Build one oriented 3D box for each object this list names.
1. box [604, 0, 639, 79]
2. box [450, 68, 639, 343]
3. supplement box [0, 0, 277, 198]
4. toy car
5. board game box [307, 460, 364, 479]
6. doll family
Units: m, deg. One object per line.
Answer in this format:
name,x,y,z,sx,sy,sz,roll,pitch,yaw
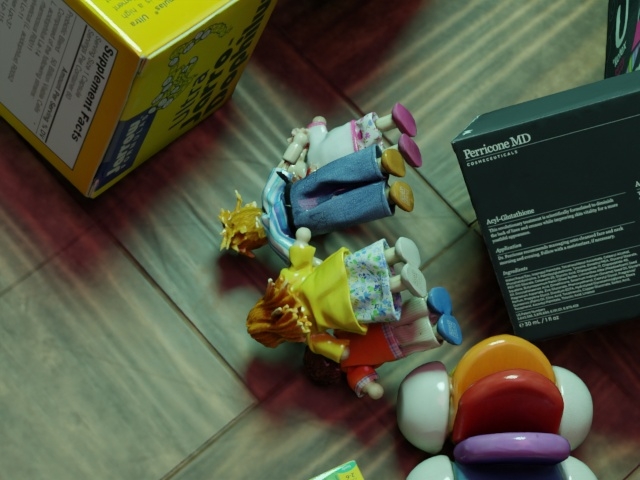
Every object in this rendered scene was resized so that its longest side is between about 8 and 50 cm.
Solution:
box,0.343,-0.205,1.572,0.143,0.165,0.270,9,66,-5
box,0.262,-0.041,1.420,0.261,0.103,0.184,-14,104,22
supplement box,-0.230,-0.248,1.458,0.356,0.194,0.195,43,52,9
toy car,0.149,0.163,1.401,0.159,0.136,0.182,2,67,-9
board game box,0.027,0.314,1.376,0.124,0.039,0.259,-22,75,-17
doll family,0.000,0.000,1.439,0.163,0.118,0.263,-21,66,25
